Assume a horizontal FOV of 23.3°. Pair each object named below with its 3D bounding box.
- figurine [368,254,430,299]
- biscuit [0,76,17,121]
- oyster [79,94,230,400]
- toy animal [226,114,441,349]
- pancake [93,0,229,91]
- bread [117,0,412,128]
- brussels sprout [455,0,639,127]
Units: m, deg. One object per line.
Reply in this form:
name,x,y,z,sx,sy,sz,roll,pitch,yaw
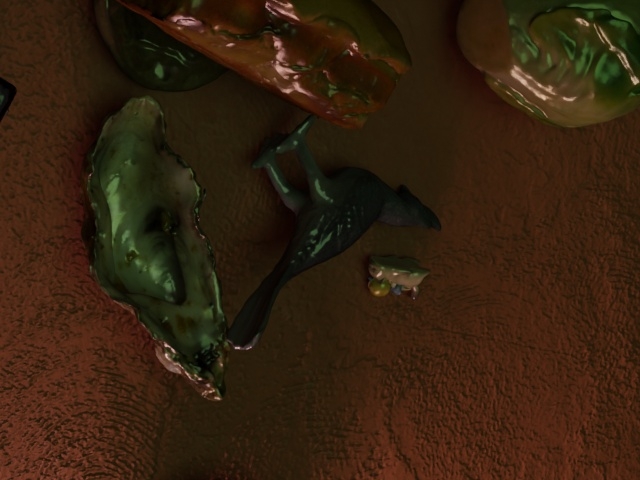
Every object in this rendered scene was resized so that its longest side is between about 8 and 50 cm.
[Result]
figurine,0.092,0.049,1.918,0.083,0.047,0.051,7,107,-24
biscuit,-0.440,-0.170,1.573,0.252,0.070,0.106,29,85,-30
oyster,-0.183,0.017,1.729,0.166,0.110,0.341,-36,112,-22
toy animal,-0.003,-0.038,1.804,0.367,0.081,0.206,-30,99,-41
pancake,-0.153,-0.286,1.717,0.241,0.050,0.242,-15,116,-34
bread,-0.057,-0.247,1.651,0.344,0.195,0.149,26,92,-45
brussels sprout,0.319,-0.270,1.872,0.294,0.227,0.260,-11,91,-18
